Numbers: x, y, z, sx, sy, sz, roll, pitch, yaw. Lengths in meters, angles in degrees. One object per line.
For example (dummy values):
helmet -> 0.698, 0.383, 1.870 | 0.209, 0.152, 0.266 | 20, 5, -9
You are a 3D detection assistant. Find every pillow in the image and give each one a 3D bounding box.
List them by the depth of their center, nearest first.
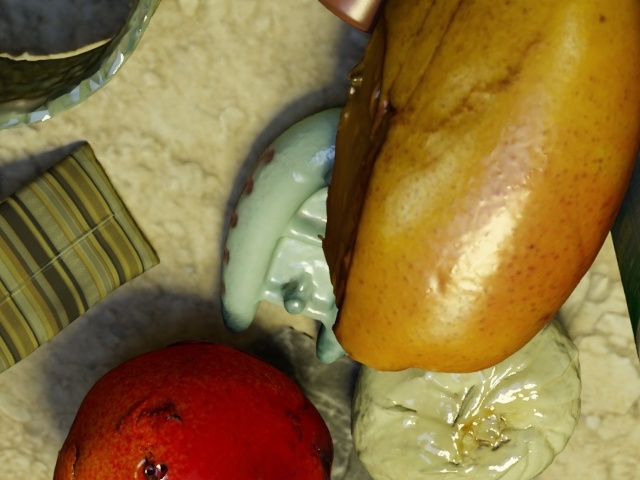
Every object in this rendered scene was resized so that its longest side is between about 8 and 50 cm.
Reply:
pillow -> -0.223, 0.028, 1.323 | 0.203, 0.038, 0.113 | -37, 111, -18

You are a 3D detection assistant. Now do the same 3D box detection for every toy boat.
toy boat -> 0.000, 0.000, 1.321 | 0.134, 0.079, 0.207 | 22, 118, -3

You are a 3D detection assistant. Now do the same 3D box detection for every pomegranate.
pomegranate -> -0.098, 0.182, 1.354 | 0.210, 0.210, 0.235 | 22, 149, -6

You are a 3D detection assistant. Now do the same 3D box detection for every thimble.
thimble -> -0.220, -0.214, 1.189 | 0.271, 0.150, 0.270 | 2, 117, 4

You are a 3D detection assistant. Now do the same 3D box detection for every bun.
bun -> 0.108, 0.125, 1.354 | 0.188, 0.111, 0.164 | -18, 111, 17

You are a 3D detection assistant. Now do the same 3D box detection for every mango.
mango -> 0.115, -0.082, 1.191 | 0.199, 0.201, 0.350 | 24, 105, 12

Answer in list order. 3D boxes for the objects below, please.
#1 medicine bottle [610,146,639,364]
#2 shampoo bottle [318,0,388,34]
medicine bottle -> 0.257, -0.001, 1.184 | 0.133, 0.274, 0.133 | 1, 121, 1
shampoo bottle -> 0.081, -0.249, 1.185 | 0.085, 0.085, 0.244 | 31, 113, -11
